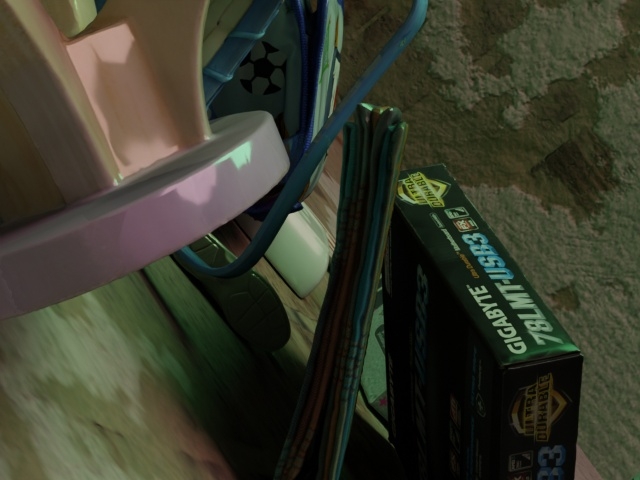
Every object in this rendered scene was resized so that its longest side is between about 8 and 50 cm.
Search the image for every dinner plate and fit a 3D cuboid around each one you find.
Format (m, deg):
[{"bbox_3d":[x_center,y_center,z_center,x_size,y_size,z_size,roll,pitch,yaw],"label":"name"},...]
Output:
[{"bbox_3d":[0.000,0.000,2.007,0.141,0.017,0.141,51,8,-10],"label":"dinner plate"}]

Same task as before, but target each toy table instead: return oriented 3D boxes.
[{"bbox_3d":[-0.122,-0.076,0.803,0.274,0.252,0.161,-153,-140,-79],"label":"toy table"}]

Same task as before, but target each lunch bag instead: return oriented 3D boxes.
[{"bbox_3d":[-0.102,-0.201,1.470,0.328,0.239,0.385,-17,84,-88],"label":"lunch bag"}]

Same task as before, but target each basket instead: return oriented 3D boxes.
[{"bbox_3d":[-0.099,-0.145,1.197,0.289,0.254,0.201,35,3,17],"label":"basket"}]

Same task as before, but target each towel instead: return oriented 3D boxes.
[{"bbox_3d":[0.021,0.039,1.189,0.040,0.271,0.370,12,4,3],"label":"towel"}]

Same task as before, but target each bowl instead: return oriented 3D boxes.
[{"bbox_3d":[-0.040,-0.018,1.705,0.142,0.053,0.142,52,6,-12],"label":"bowl"}]

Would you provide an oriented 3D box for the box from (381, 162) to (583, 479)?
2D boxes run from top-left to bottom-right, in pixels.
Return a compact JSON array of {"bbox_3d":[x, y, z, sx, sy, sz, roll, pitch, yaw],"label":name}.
[{"bbox_3d":[0.122,0.132,1.373,0.293,0.073,0.295,-120,-157,-54],"label":"box"}]

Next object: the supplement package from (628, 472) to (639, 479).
[{"bbox_3d":[0.307,0.301,1.568,0.139,0.244,0.134,54,8,7],"label":"supplement package"}]

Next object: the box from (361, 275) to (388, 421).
[{"bbox_3d":[0.121,0.100,1.704,0.142,0.163,0.247,46,9,-23],"label":"box"}]

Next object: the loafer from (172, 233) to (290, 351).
[{"bbox_3d":[-0.069,0.033,1.310,0.125,0.045,0.039,48,1,-12],"label":"loafer"}]
